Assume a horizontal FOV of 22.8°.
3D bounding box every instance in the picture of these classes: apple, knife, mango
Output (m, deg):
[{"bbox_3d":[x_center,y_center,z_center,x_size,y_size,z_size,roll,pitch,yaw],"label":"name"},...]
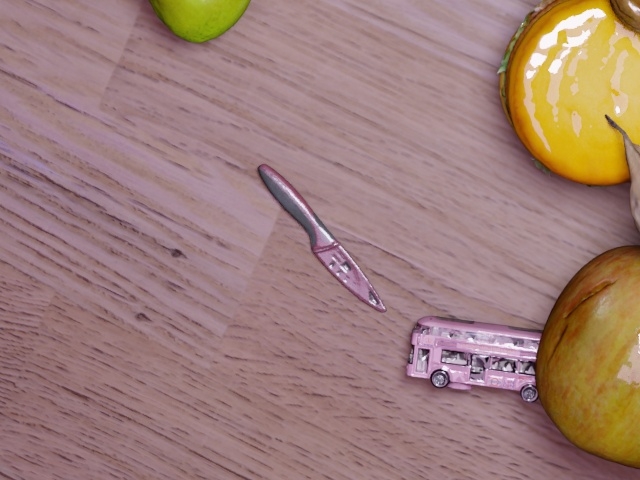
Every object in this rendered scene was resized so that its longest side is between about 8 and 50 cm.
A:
[{"bbox_3d":[0.376,0.147,1.852,0.264,0.264,0.264,1,98,10],"label":"apple"},{"bbox_3d":[0.000,0.000,2.028,0.035,0.018,0.247,-39,90,10],"label":"knife"},{"bbox_3d":[-0.166,-0.389,1.942,0.185,0.149,0.273,-34,96,6],"label":"mango"}]

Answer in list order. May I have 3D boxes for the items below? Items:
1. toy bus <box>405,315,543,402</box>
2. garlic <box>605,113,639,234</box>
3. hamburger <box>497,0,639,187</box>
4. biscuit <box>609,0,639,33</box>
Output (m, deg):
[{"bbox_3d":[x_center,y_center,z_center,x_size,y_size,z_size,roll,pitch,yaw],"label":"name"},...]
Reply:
[{"bbox_3d":[0.211,0.148,1.988,0.203,0.063,0.090,7,95,7],"label":"toy bus"},{"bbox_3d":[0.452,-0.007,1.734,0.338,0.196,0.151,18,141,4],"label":"garlic"},{"bbox_3d":[0.326,-0.182,1.868,0.246,0.170,0.246,0,102,-1],"label":"hamburger"},{"bbox_3d":[0.399,-0.341,1.801,0.432,0.064,0.283,14,62,-7],"label":"biscuit"}]
